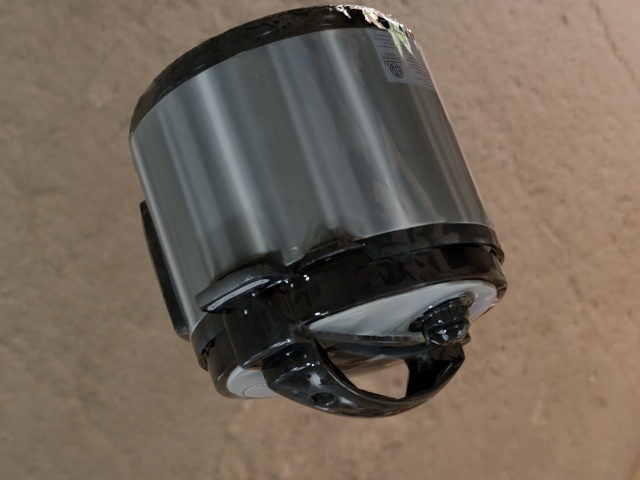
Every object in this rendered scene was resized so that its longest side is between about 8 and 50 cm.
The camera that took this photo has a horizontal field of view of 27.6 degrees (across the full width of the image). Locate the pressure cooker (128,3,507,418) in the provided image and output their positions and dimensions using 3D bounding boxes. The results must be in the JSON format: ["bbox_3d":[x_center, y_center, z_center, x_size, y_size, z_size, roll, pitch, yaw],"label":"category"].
[{"bbox_3d":[0.004,-0.003,1.447,0.370,0.375,0.420,-16,72,-15],"label":"pressure cooker"}]
